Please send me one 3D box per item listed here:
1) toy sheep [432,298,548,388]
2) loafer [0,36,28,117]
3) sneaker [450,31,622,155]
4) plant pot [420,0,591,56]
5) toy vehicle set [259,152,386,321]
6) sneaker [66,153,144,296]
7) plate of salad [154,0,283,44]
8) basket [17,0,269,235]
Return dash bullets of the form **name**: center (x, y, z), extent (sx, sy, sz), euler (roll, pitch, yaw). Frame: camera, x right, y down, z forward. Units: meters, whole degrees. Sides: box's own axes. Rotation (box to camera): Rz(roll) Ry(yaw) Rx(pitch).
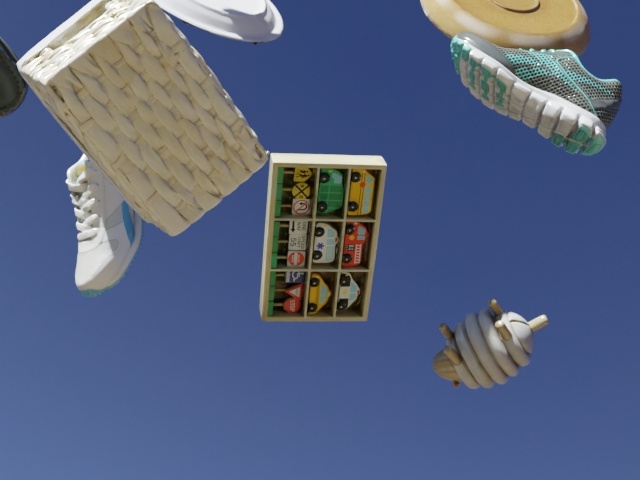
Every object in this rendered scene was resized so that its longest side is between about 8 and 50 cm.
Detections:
- **toy sheep**: center (0.179, 0.111, 1.003), extent (0.132, 0.091, 0.091), euler (-25, -51, 19)
- **loafer**: center (-0.363, -0.186, 0.787), extent (0.267, 0.096, 0.084), euler (37, -2, -26)
- **sneaker**: center (0.196, -0.145, 0.854), extent (0.166, 0.076, 0.065), euler (35, -17, 13)
- **plant pot**: center (0.252, -0.316, 1.269), extent (0.236, 0.236, 0.032), euler (16, -47, 3)
- **toy vehicle set**: center (0.000, 0.000, 1.411), extent (0.166, 0.035, 0.267), euler (0, -62, -10)
- **sneaker**: center (-0.260, -0.044, 1.127), extent (0.087, 0.228, 0.092), euler (-15, -33, 41)
- **plate of salad**: center (-0.136, -0.276, 1.080), extent (0.200, 0.200, 0.048), euler (25, -59, -10)
- **basket**: center (-0.133, -0.098, 0.727), extent (0.167, 0.113, 0.103), euler (53, -8, -26)
